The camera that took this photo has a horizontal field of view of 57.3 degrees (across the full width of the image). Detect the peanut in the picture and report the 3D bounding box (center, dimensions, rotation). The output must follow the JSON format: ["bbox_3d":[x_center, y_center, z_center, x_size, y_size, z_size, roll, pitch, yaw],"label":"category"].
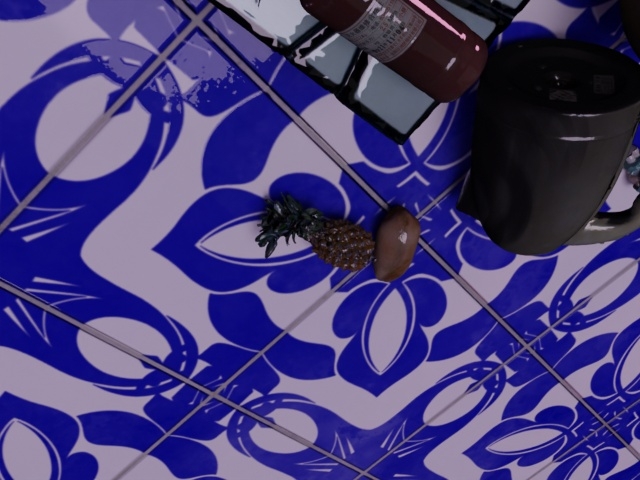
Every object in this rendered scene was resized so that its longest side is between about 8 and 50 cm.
[{"bbox_3d":[0.131,0.011,1.027,0.076,0.076,0.152,-1,120,-17],"label":"peanut"}]

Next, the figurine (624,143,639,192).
[{"bbox_3d":[0.600,-0.137,1.101,0.106,0.047,0.060,44,65,-28],"label":"figurine"}]

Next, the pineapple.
[{"bbox_3d":[-0.001,-0.001,0.967,0.221,0.083,0.103,21,113,-26],"label":"pineapple"}]

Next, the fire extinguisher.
[{"bbox_3d":[0.035,-0.197,0.517,0.231,0.071,0.099,23,143,-28],"label":"fire extinguisher"}]

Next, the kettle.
[{"bbox_3d":[0.387,-0.113,0.917,0.321,0.228,0.324,6,134,10],"label":"kettle"}]

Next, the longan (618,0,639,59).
[{"bbox_3d":[0.585,-0.359,0.734,0.404,0.404,0.336,-39,95,9],"label":"longan"}]

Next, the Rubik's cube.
[{"bbox_3d":[0.043,-0.330,0.638,0.288,0.283,0.293,32,108,-31],"label":"Rubik's cube"}]
